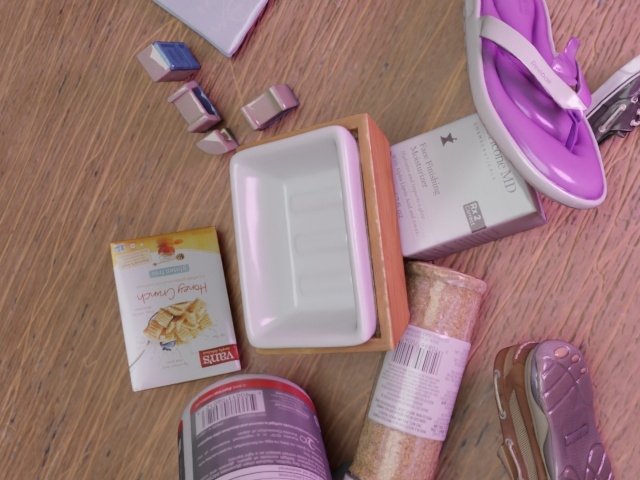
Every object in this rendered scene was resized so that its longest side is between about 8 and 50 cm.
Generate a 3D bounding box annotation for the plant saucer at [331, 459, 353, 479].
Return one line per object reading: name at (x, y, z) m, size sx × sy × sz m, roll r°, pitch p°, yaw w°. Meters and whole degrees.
plant saucer at (0.074, 0.421, 1.114) m, size 0.195 × 0.037 × 0.194 m, roll -1°, pitch 86°, yaw 22°

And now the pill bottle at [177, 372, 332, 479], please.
pill bottle at (-0.079, 0.368, 0.996) m, size 0.210 × 0.210 × 0.363 m, roll -40°, pitch 33°, yaw 15°

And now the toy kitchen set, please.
toy kitchen set at (-0.157, -0.262, 1.236) m, size 0.166 × 0.122 × 0.207 m, roll -33°, pitch 95°, yaw 17°

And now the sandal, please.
sandal at (0.268, -0.229, 0.950) m, size 0.102 × 0.169 × 0.416 m, roll 127°, pitch 141°, yaw -49°

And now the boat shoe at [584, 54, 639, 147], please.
boat shoe at (0.391, -0.168, 1.008) m, size 0.219 × 0.078 × 0.070 m, roll -44°, pitch 71°, yaw 22°

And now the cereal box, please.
cereal box at (-0.232, 0.108, 1.215) m, size 0.173 × 0.047 × 0.240 m, roll -10°, pitch 80°, yaw -12°

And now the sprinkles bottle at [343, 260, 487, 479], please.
sprinkles bottle at (0.128, 0.211, 1.041) m, size 0.121 × 0.121 × 0.355 m, roll 15°, pitch 85°, yaw 23°

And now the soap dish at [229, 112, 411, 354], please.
soap dish at (0.000, 0.000, 0.995) m, size 0.229 × 0.118 × 0.290 m, roll -9°, pitch 86°, yaw 40°

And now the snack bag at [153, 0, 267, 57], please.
snack bag at (-0.161, -0.513, 1.279) m, size 0.323 × 0.037 × 0.342 m, roll 38°, pitch 100°, yaw 21°

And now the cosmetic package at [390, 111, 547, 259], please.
cosmetic package at (0.193, -0.070, 1.037) m, size 0.184 × 0.151 × 0.151 m, roll -21°, pitch 79°, yaw 20°

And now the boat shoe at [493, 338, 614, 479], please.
boat shoe at (0.301, 0.286, 1.001) m, size 0.116 × 0.123 × 0.324 m, roll -4°, pitch 94°, yaw 56°
